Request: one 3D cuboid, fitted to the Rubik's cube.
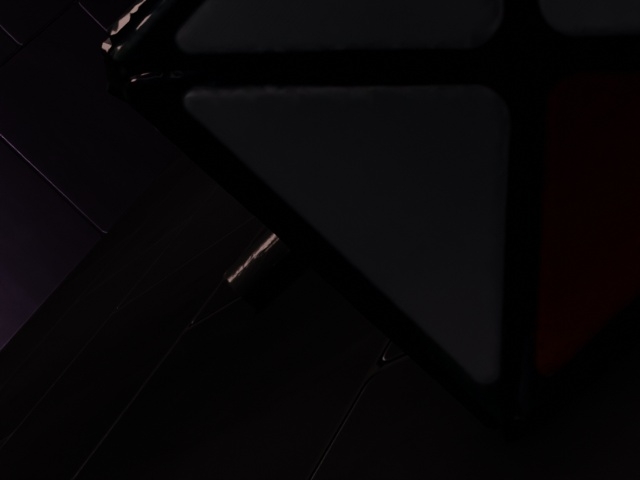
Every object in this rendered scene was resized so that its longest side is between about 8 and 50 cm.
[{"bbox_3d":[0.075,-0.100,0.554,0.250,0.248,0.246,-44,11,10],"label":"Rubik's cube"}]

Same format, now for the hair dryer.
[{"bbox_3d":[-0.010,0.012,0.958,0.173,0.050,0.195,-45,15,12],"label":"hair dryer"}]
